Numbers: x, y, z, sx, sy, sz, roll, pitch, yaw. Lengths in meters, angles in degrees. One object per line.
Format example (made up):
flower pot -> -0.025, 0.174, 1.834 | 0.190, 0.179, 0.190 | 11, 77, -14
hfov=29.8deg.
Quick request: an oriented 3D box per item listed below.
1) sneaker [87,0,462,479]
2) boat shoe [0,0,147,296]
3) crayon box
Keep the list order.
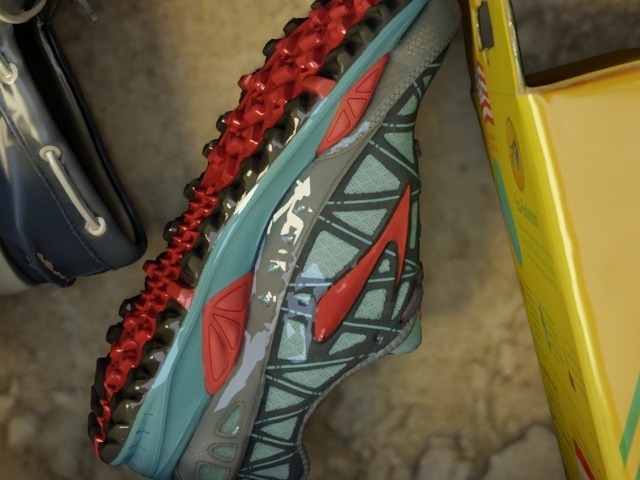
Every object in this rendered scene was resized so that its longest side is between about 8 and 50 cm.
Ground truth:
sneaker -> 0.000, 0.000, 0.556 | 0.125, 0.104, 0.261 | 28, 97, -24
boat shoe -> -0.144, -0.100, 0.535 | 0.079, 0.095, 0.254 | -14, 98, 6
crayon box -> 0.130, 0.034, 0.486 | 0.081, 0.202, 0.318 | -14, 97, 5
